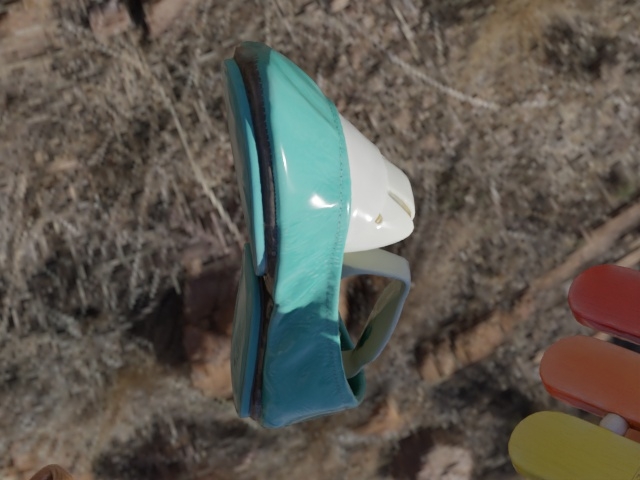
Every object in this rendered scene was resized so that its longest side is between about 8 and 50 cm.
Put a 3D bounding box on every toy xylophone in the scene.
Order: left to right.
[{"bbox_3d":[0.197,0.139,0.681,0.323,0.236,0.081,-57,142,-30],"label":"toy xylophone"}]

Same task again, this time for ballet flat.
[{"bbox_3d":[0.000,0.000,0.640,0.087,0.083,0.247,-7,140,-8],"label":"ballet flat"}]

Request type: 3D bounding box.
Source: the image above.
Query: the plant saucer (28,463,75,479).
[{"bbox_3d":[-0.189,0.223,0.783,0.037,0.200,0.200,32,119,-14],"label":"plant saucer"}]
